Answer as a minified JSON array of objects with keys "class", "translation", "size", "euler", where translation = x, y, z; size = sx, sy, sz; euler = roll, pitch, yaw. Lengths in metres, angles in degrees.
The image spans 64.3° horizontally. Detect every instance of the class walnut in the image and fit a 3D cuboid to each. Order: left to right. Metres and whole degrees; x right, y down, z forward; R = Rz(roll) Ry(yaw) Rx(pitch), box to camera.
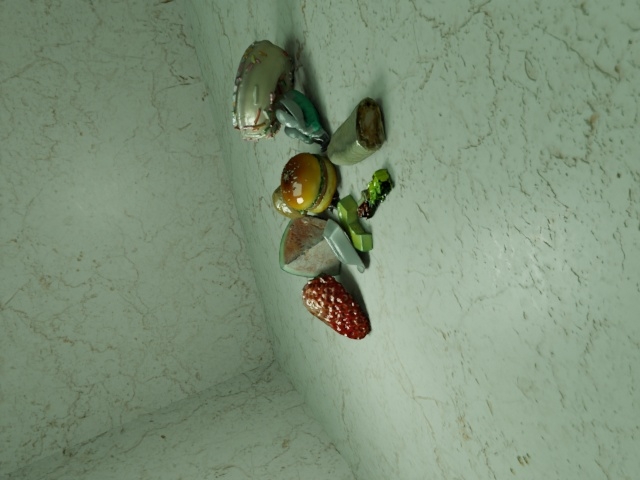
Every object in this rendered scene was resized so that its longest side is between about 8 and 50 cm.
[{"class":"walnut","translation":[-0.120,-0.166,2.119],"size":[0.149,0.166,0.166],"euler":[-52,47,17]}]

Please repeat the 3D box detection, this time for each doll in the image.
[{"class":"doll","translation":[-0.072,-0.441,1.877],"size":[0.258,0.153,0.195],"euler":[50,169,41]}]

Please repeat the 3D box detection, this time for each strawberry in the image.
[{"class":"strawberry","translation":[0.055,0.301,2.159],"size":[0.336,0.149,0.265],"euler":[45,156,12]}]

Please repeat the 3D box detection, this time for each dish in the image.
[{"class":"dish","translation":[0.085,0.035,1.940],"size":[0.234,0.064,0.154],"euler":[56,176,-17]}]

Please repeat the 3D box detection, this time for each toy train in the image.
[{"class":"toy train","translation":[0.170,-0.144,1.664],"size":[0.250,0.053,0.085],"euler":[119,137,-66]}]

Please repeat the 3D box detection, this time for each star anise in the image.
[{"class":"star anise","translation":[0.028,-0.160,2.011],"size":[0.129,0.056,0.124],"euler":[1,112,54]}]

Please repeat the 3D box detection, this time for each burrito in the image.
[{"class":"burrito","translation":[0.109,-0.320,1.582],"size":[0.299,0.105,0.143],"euler":[155,99,-73]}]

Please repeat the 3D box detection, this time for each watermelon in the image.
[{"class":"watermelon","translation":[0.003,0.011,2.187],"size":[0.250,0.292,0.283],"euler":[24,-117,-57]}]

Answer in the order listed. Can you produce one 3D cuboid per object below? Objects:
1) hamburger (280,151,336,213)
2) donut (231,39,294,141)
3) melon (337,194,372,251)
[{"class":"hamburger","translation":[-0.063,-0.221,1.945],"size":[0.246,0.169,0.246],"euler":[-13,74,52]},{"class":"donut","translation":[-0.207,-0.555,1.919],"size":[0.382,0.142,0.383],"euler":[15,-90,-81]},{"class":"melon","translation":[0.124,-0.053,1.864],"size":[0.210,0.064,0.118],"euler":[59,153,24]}]
